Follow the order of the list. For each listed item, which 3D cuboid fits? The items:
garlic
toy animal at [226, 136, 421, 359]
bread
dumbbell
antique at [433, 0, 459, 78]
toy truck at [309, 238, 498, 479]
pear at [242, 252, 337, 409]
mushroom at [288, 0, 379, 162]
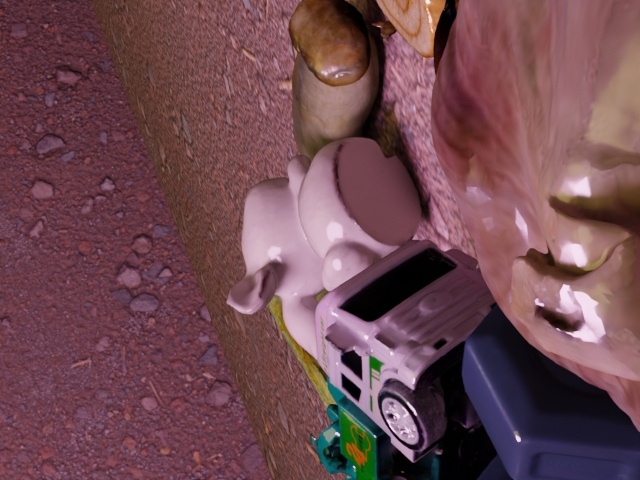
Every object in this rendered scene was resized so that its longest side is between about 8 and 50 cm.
[{"bbox_3d":[0.171,-0.037,0.532,0.322,0.241,0.322,170,90,-84],"label":"garlic"},{"bbox_3d":[0.001,0.001,1.402,0.193,0.127,0.178,-39,37,34],"label":"toy animal"},{"bbox_3d":[0.075,-0.209,1.071,0.149,0.073,0.122,-122,21,-50],"label":"bread"},{"bbox_3d":[0.171,0.160,1.009,0.325,0.144,0.160,86,160,-52],"label":"dumbbell"},{"bbox_3d":[0.149,-0.078,0.790,0.223,0.129,0.278,87,163,-53],"label":"antique"},{"bbox_3d":[0.085,0.168,1.233,0.178,0.176,0.363,39,148,32],"label":"toy truck"},{"bbox_3d":[0.046,0.138,1.560,0.288,0.139,0.239,56,164,32],"label":"pear"},{"bbox_3d":[0.012,-0.149,1.447,0.312,0.081,0.100,96,157,-72],"label":"mushroom"}]
